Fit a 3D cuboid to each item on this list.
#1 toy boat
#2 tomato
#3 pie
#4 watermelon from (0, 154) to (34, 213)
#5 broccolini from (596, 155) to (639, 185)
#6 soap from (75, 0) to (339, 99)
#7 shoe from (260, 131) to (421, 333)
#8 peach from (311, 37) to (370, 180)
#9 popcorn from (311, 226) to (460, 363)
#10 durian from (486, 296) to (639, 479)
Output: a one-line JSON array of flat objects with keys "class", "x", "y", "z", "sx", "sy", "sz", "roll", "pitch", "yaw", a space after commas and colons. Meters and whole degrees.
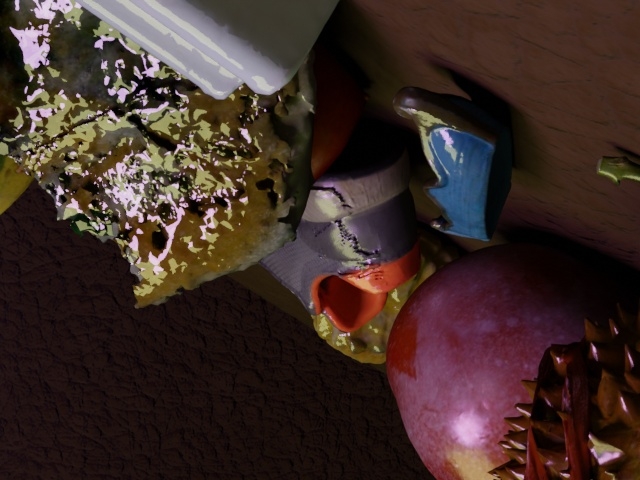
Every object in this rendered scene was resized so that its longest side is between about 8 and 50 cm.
[{"class": "toy boat", "x": 0.097, "y": -0.059, "z": 1.032, "sx": 0.077, "sy": 0.075, "sz": 0.185, "roll": 19, "pitch": 166, "yaw": 14}, {"class": "tomato", "x": 0.198, "y": 0.123, "z": 1.241, "sx": 0.270, "sy": 0.227, "sz": 0.270, "roll": 35, "pitch": -159, "yaw": -15}, {"class": "pie", "x": -0.157, "y": -0.114, "z": 0.954, "sx": 0.371, "sy": 0.296, "sz": 0.078, "roll": 29, "pitch": -152, "yaw": -14}, {"class": "watermelon", "x": -0.281, "y": -0.141, "z": 1.070, "sx": 0.128, "sy": 0.303, "sz": 0.159, "roll": 23, "pitch": 164, "yaw": -40}, {"class": "broccolini", "x": 0.267, "y": -0.010, "z": 0.896, "sx": 0.194, "sy": 0.054, "sz": 0.052, "roll": 26, "pitch": -171, "yaw": 35}, {"class": "soap", "x": -0.095, "y": -0.198, "z": 0.603, "sx": 0.265, "sy": 0.159, "sz": 0.087, "roll": 34, "pitch": 169, "yaw": -24}, {"class": "shoe", "x": 0.000, "y": 0.000, "z": 1.296, "sx": 0.336, "sy": 0.132, "sz": 0.171, "roll": 0, "pitch": 114, "yaw": 64}, {"class": "peach", "x": -0.078, "y": -0.117, "z": 1.111, "sx": 0.196, "sy": 0.226, "sz": 0.189, "roll": -83, "pitch": -26, "yaw": -64}, {"class": "popcorn", "x": 0.060, "y": 0.036, "z": 1.477, "sx": 0.168, "sy": 0.173, "sz": 0.195, "roll": -14, "pitch": 119, "yaw": 20}, {"class": "durian", "x": 0.289, "y": 0.200, "z": 0.979, "sx": 0.347, "sy": 0.384, "sz": 0.347, "roll": 59, "pitch": 178, "yaw": 4}]
